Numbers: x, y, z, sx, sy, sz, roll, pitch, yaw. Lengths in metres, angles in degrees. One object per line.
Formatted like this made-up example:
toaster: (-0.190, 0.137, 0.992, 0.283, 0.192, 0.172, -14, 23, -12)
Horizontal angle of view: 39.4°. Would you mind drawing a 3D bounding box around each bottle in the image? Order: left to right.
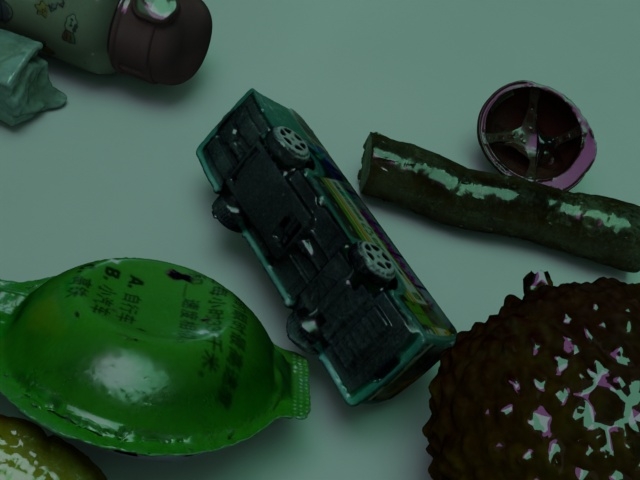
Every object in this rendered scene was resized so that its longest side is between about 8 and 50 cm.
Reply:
bottle: (-0.211, -0.210, 0.796, 0.233, 0.110, 0.110, 22, 51, 6)

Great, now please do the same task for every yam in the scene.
yam: (0.153, -0.031, 0.761, 0.252, 0.061, 0.061, 16, 50, 1)

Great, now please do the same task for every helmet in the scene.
helmet: (0.196, -0.088, 0.818, 0.089, 0.057, 0.111, -43, 76, 2)

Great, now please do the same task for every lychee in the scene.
lychee: (0.163, 0.115, 0.568, 0.200, 0.200, 0.238, 3, 42, -10)

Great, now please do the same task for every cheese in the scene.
cheese: (-0.160, 0.061, 0.576, 0.320, 0.083, 0.204, 13, 24, -9)

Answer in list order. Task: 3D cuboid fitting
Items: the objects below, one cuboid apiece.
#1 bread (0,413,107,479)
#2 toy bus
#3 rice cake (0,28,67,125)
bread: (-0.213, 0.177, 0.520, 0.187, 0.065, 0.150, 13, 61, -5)
toy bus: (0.000, 0.000, 0.671, 0.109, 0.091, 0.262, 15, 36, -54)
rice cake: (-0.324, -0.159, 0.761, 0.206, 0.063, 0.069, 23, 53, 7)
